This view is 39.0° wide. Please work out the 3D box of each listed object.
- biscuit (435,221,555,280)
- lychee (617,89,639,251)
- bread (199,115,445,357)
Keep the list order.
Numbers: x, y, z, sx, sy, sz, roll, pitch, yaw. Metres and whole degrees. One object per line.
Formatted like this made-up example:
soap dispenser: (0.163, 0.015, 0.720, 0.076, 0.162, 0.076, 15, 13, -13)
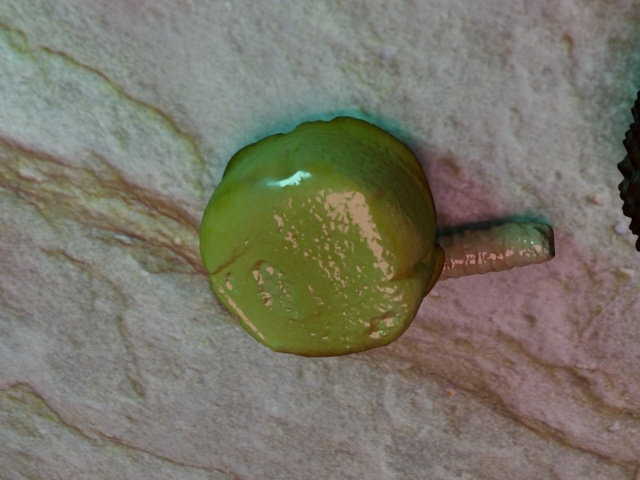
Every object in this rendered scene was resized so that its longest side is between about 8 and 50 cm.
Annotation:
biscuit: (0.159, 0.016, 1.050, 0.219, 0.061, 0.055, -9, 124, 17)
lychee: (0.416, -0.068, 0.797, 0.306, 0.306, 0.330, 19, 159, -11)
bread: (0.000, 0.000, 0.982, 0.270, 0.148, 0.270, 9, 121, 15)
